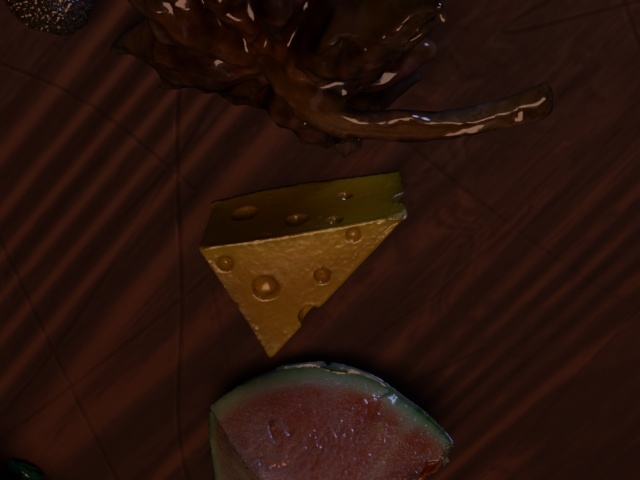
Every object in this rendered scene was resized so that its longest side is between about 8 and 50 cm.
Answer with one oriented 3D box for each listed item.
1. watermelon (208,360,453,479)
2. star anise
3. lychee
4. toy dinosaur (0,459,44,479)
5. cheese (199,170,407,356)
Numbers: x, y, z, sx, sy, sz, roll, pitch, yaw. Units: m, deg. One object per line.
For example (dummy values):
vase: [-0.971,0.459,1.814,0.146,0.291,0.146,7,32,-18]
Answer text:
watermelon: [-0.003,0.185,1.166,0.231,0.128,0.146,-21,85,-1]
star anise: [-0.021,-0.143,0.928,0.350,0.292,0.109,24,80,-14]
lychee: [-0.223,-0.201,0.995,0.067,0.083,0.068,-41,148,-13]
toy dinosaur: [-0.314,0.280,1.195,0.259,0.153,0.094,27,116,-20]
cheese: [0.000,0.000,1.070,0.171,0.093,0.126,-27,111,13]
